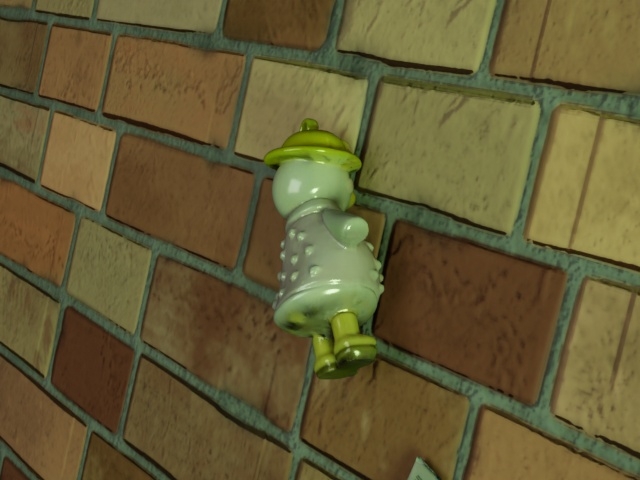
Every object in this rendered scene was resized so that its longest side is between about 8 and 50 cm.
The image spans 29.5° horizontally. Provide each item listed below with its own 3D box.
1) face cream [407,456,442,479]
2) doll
[{"bbox_3d":[0.054,0.203,0.826,0.038,0.020,0.115,43,116,50],"label":"face cream"},{"bbox_3d":[0.000,0.000,0.894,0.129,0.081,0.207,131,138,-54],"label":"doll"}]
